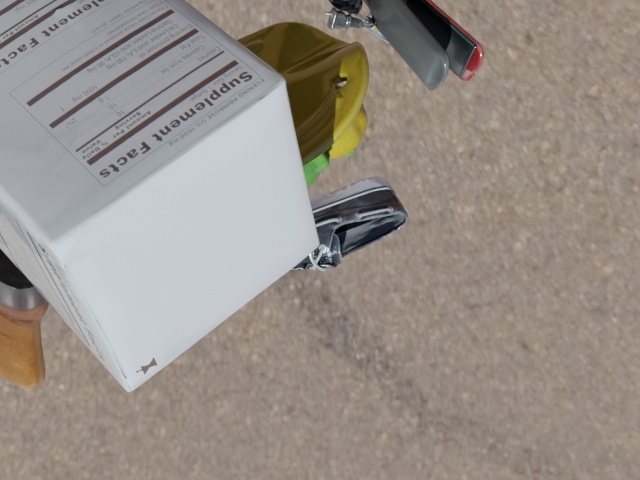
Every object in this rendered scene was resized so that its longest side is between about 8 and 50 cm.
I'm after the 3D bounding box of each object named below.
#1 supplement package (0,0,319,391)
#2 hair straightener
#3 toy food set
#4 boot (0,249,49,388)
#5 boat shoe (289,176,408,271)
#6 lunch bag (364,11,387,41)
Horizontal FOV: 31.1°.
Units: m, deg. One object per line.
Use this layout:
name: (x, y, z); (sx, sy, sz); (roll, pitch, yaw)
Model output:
supplement package: (-0.133, -0.065, 0.613); (0.134, 0.244, 0.139); (-38, 149, -18)
hair straightener: (0.036, -0.214, 0.986); (0.089, 0.230, 0.047); (-23, 155, -36)
toy food set: (-0.059, -0.058, 0.750); (0.218, 0.128, 0.071); (-19, 140, 15)
boot: (-0.426, 0.033, 1.387); (0.264, 0.096, 0.280); (34, 148, 5)
boat shoe: (0.000, 0.000, 1.872); (0.301, 0.102, 0.108); (-23, 143, -13)
lunch bag: (0.092, -0.283, 1.436); (0.053, 0.083, 0.071); (21, 108, -43)
